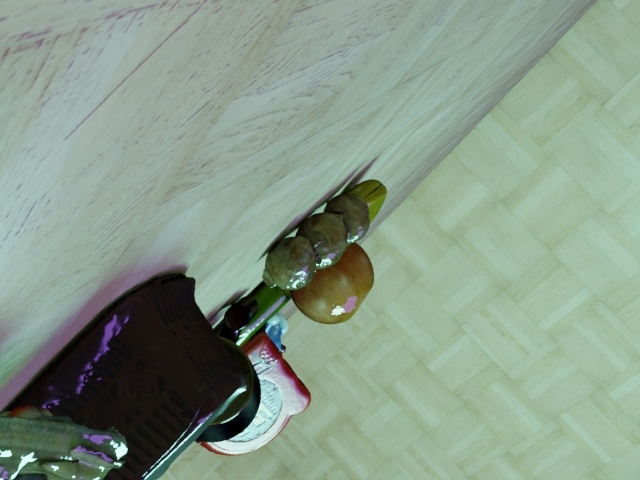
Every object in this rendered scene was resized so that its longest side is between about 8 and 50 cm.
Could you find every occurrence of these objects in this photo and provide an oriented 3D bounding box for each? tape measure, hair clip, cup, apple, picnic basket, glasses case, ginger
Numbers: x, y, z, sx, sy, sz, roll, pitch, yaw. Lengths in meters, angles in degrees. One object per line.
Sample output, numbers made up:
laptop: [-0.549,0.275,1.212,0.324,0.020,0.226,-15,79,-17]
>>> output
tape measure: [-0.162,0.300,1.794,0.260,0.253,0.114,-38,-145,-8]
hair clip: [-0.231,0.143,0.531,0.138,0.091,0.321,-45,166,-2]
cup: [-0.182,0.204,1.474,0.166,0.239,0.177,-2,163,-4]
apple: [0.029,0.094,1.975,0.201,0.162,0.201,-44,174,-6]
picnic basket: [-0.198,0.175,0.841,0.297,0.129,0.222,-46,174,6]
glasses case: [0.044,-0.033,1.532,0.079,0.064,0.234,-40,174,-33]
ginger: [0.000,0.000,1.343,0.204,0.080,0.104,-38,167,-39]

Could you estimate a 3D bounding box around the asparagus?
asparagus: [-0.163,0.174,1.626,0.278,0.060,0.067,-44,-174,4]

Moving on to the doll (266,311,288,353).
doll: [-0.163,0.256,1.989,0.256,0.161,0.215,-67,-177,-55]
